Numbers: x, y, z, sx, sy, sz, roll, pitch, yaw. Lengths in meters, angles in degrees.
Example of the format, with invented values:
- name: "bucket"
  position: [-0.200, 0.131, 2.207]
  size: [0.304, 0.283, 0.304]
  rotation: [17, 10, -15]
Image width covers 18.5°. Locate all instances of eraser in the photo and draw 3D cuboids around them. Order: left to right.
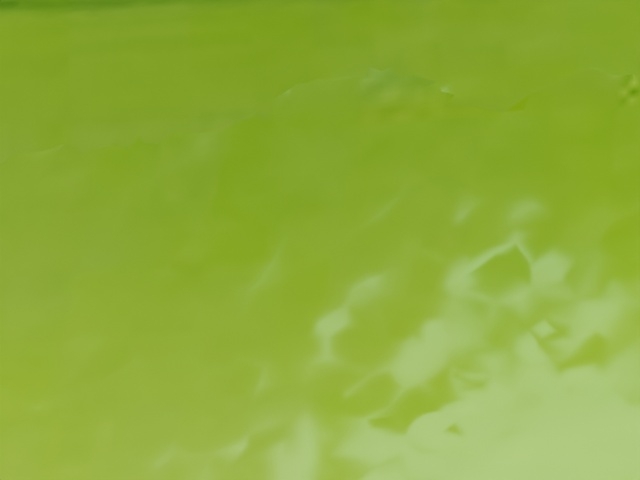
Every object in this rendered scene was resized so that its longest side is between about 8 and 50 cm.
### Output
- name: "eraser"
  position: [0.000, 0.000, 0.498]
  size: [0.274, 0.092, 0.210]
  rotation: [-3, 67, 9]
